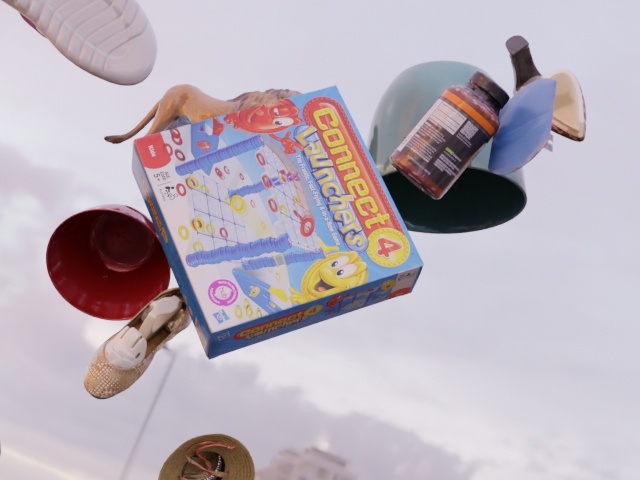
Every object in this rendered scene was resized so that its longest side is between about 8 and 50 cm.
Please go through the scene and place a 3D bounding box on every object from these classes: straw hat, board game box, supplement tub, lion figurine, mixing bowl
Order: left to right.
[{"bbox_3d":[-0.297,0.015,1.881,0.182,0.098,0.181,3,-62,6],"label":"mixing bowl"},{"bbox_3d":[-0.159,0.300,1.726,0.144,0.144,0.061,34,10,-33],"label":"straw hat"},{"bbox_3d":[-0.210,-0.220,2.446,0.392,0.240,0.142,23,-8,23],"label":"lion figurine"},{"bbox_3d":[-0.063,-0.032,1.746,0.302,0.308,0.086,-18,-24,-17],"label":"board game box"},{"bbox_3d":[0.206,-0.167,2.009,0.106,0.198,0.106,40,2,-1],"label":"supplement tub"},{"bbox_3d":[0.320,-0.167,1.983,0.033,0.168,0.133,31,-36,-25],"label":"board game box"}]

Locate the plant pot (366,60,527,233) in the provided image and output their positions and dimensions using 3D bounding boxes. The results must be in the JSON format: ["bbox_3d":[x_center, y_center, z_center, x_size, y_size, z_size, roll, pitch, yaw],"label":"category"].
[{"bbox_3d":[0.217,-0.175,2.285,0.293,0.235,0.293,3,-22,1],"label":"plant pot"}]

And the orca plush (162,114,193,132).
[{"bbox_3d":[-0.153,-0.043,1.922,0.287,0.102,0.151,51,4,-19],"label":"orca plush"}]

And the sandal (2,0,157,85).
[{"bbox_3d":[-0.460,-0.418,2.263,0.416,0.169,0.102,38,-19,-2],"label":"sandal"}]

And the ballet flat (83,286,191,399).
[{"bbox_3d":[-0.239,0.126,1.709,0.073,0.206,0.067,30,-45,10],"label":"ballet flat"}]

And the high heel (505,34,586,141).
[{"bbox_3d":[0.409,-0.221,2.253,0.261,0.093,0.186,64,2,39],"label":"high heel"}]
